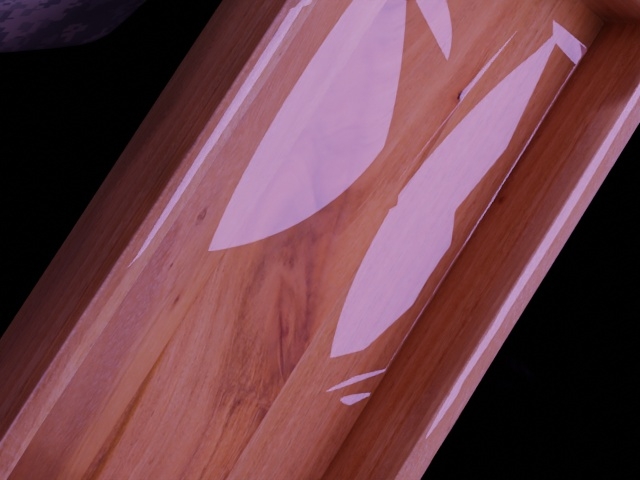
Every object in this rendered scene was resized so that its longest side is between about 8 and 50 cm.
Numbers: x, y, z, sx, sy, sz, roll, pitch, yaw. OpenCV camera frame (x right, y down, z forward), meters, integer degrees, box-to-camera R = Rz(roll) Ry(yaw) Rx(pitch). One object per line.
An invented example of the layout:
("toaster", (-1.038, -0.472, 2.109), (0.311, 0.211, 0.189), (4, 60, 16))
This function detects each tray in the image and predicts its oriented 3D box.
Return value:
("tray", (0.000, 0.000, 0.888), (0.203, 0.076, 0.411), (37, 81, -30))

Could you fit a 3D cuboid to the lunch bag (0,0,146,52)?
("lunch bag", (-0.148, -0.222, 0.872), (0.305, 0.256, 0.212), (-10, 77, -49))
